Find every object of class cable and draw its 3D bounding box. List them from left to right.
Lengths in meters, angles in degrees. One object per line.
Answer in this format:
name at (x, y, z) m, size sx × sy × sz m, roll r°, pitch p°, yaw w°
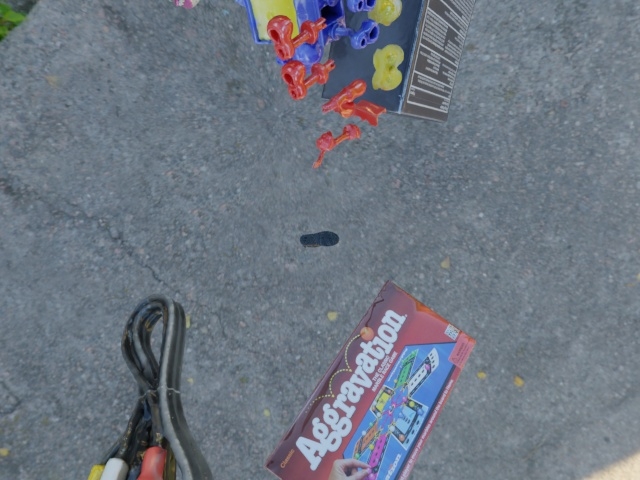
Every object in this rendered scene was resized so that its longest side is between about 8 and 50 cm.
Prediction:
cable at (-0.145, 0.144, 0.370) m, size 0.140 × 0.287 × 0.072 m, roll -29°, pitch 135°, yaw 23°

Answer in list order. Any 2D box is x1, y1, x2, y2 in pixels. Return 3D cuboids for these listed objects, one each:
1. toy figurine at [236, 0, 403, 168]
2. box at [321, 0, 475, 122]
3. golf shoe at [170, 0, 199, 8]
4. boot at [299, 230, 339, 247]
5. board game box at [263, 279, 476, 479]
toy figurine at (-0.051, -0.289, 0.524) m, size 0.191 × 0.217 × 0.362 m, roll -46°, pitch 148°, yaw -21°
box at (0.165, -0.403, 0.919) m, size 0.183 × 0.296 × 0.293 m, roll 18°, pitch 108°, yaw 28°
golf shoe at (-0.236, -0.514, 0.669) m, size 0.140 × 0.115 × 0.306 m, roll -35°, pitch 122°, yaw -11°
boot at (0.000, 0.001, 1.335) m, size 0.121 × 0.099 × 0.045 m, roll -3°, pitch 84°, yaw 10°
board game box at (0.072, 0.196, 0.569) m, size 0.145 × 0.027 × 0.281 m, roll 35°, pitch 63°, yaw 7°
